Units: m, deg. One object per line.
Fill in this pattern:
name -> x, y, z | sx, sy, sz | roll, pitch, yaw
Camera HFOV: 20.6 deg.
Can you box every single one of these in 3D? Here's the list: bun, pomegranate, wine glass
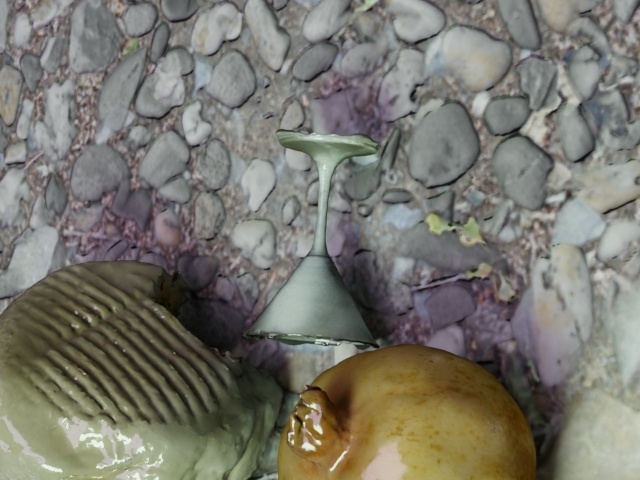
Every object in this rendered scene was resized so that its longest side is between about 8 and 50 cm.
bun -> -0.186, 0.170, 1.573 | 0.281, 0.281, 0.205 | 40, 135, 35
pomegranate -> 0.069, 0.181, 1.381 | 0.207, 0.207, 0.207 | -5, 82, 39
wine glass -> 0.000, 0.000, 1.507 | 0.122, 0.122, 0.183 | 2, 85, 39
